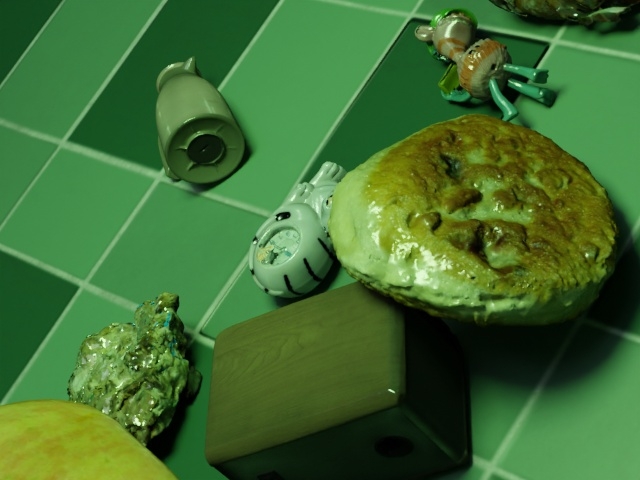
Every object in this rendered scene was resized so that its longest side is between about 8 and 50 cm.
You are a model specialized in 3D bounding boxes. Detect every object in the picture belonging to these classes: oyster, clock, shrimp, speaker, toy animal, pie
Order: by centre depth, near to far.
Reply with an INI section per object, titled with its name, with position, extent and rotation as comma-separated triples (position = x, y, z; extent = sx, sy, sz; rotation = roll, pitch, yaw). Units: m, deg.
[pie]
position = 0.165, -0.022, 1.670
extent = 0.315, 0.092, 0.315
rotation = 5, 38, -4
[speaker]
position = 0.019, 0.163, 1.697
extent = 0.231, 0.153, 0.192
rotation = -22, 45, 25
[shrimp]
position = 0.327, -0.325, 1.862
extent = 0.343, 0.145, 0.116
rotation = -2, 36, 31
[clock]
position = 0.000, 0.000, 1.907
extent = 0.176, 0.080, 0.117
rotation = -49, 41, -7
[toy animal]
position = 0.186, -0.200, 1.927
extent = 0.208, 0.100, 0.103
rotation = 43, 127, 47
[oyster]
position = -0.231, 0.182, 1.946
extent = 0.259, 0.092, 0.198
rotation = -50, 36, -1

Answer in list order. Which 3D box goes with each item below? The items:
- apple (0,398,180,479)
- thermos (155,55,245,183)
[apple]
position = -0.286, 0.350, 1.637
extent = 0.346, 0.391, 0.391
rotation = -40, 38, -17
[thermos]
position = -0.180, -0.155, 2.183
extent = 0.137, 0.105, 0.193
rotation = -65, 29, 26
